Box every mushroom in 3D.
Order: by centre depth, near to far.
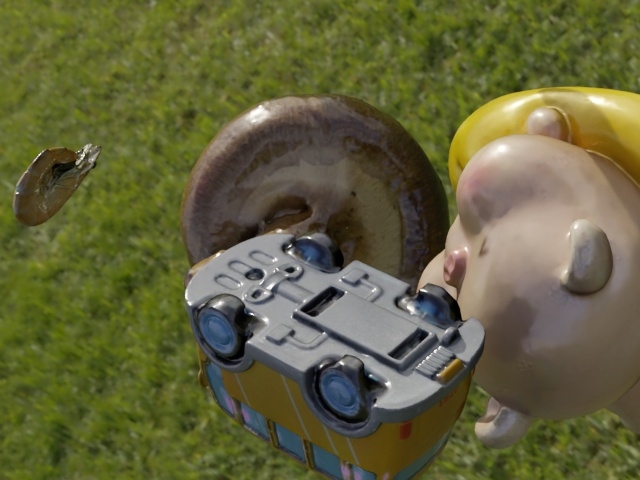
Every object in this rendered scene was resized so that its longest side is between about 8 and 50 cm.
[{"bbox_3d":[-0.005,-0.007,1.437,0.345,0.345,0.239,-46,41,7],"label":"mushroom"}]

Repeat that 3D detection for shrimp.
[{"bbox_3d":[-0.211,-0.055,0.965,0.023,0.059,0.108,17,48,20],"label":"shrimp"}]

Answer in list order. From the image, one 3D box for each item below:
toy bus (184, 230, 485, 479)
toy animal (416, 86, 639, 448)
[{"bbox_3d":[0.005,0.092,0.865,0.209,0.136,0.126,25,42,29],"label":"toy bus"},{"bbox_3d":[0.176,0.037,0.973,0.277,0.345,0.247,35,62,23],"label":"toy animal"}]
